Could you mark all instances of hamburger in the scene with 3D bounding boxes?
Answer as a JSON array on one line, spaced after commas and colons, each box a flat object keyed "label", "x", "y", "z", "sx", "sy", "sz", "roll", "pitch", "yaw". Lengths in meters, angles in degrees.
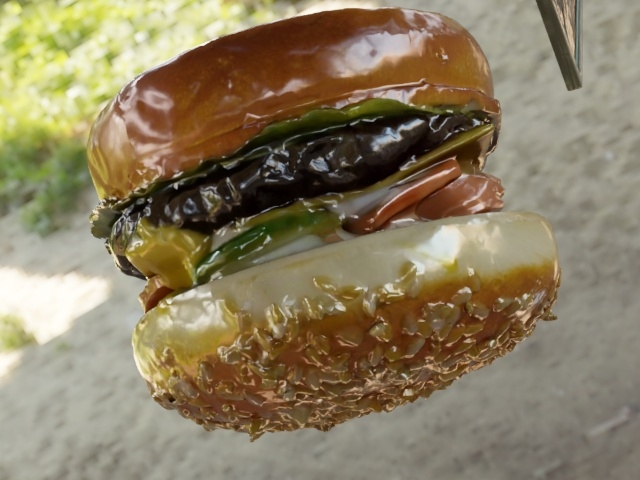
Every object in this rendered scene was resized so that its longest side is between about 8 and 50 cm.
[{"label": "hamburger", "x": 0.000, "y": 0.000, "z": 1.066, "sx": 0.291, "sy": 0.225, "sz": 0.291, "roll": -15, "pitch": -10, "yaw": -3}]

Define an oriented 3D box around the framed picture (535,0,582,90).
[{"label": "framed picture", "x": 0.089, "y": -0.110, "z": 0.665, "sx": 0.007, "sy": 0.066, "sz": 0.089, "roll": -9, "pitch": 47, "yaw": 19}]
